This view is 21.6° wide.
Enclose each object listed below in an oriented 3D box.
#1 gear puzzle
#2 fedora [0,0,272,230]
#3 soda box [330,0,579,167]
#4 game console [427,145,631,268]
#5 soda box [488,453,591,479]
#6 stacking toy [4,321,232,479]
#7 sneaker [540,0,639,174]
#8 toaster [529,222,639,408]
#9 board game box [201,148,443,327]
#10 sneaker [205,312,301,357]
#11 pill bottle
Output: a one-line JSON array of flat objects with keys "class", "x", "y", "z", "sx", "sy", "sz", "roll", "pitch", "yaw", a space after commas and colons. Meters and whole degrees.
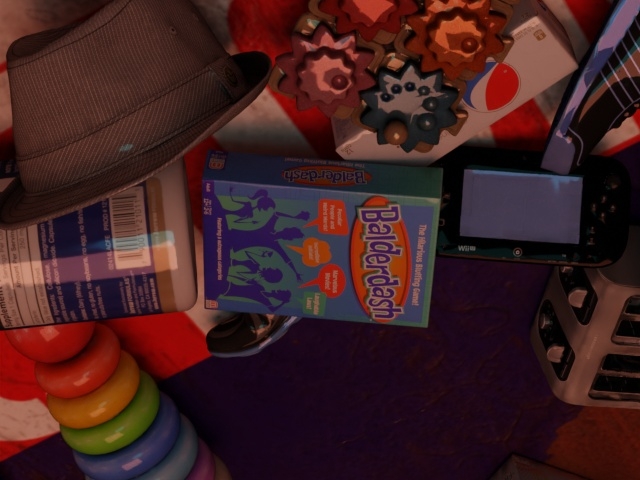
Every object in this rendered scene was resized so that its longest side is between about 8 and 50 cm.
[{"class": "gear puzzle", "x": 0.100, "y": -0.218, "z": 1.354, "sx": 0.175, "sy": 0.044, "sz": 0.339, "roll": 22, "pitch": 120, "yaw": -14}, {"class": "fedora", "x": -0.171, "y": -0.127, "z": 1.352, "sx": 0.244, "sy": 0.275, "sz": 0.124, "roll": -16, "pitch": 107, "yaw": 33}, {"class": "soda box", "x": 0.115, "y": -0.135, "z": 1.482, "sx": 0.216, "sy": 0.069, "sz": 0.074, "roll": -33, "pitch": 126, "yaw": 20}, {"class": "game console", "x": 0.263, "y": -0.011, "z": 1.543, "sx": 0.361, "sy": 0.213, "sz": 0.044, "roll": 4, "pitch": 169, "yaw": 4}, {"class": "soda box", "x": 0.277, "y": 0.301, "z": 1.873, "sx": 0.183, "sy": 0.063, "sz": 0.058, "roll": 21, "pitch": 125, "yaw": -23}, {"class": "stacking toy", "x": -0.209, "y": 0.163, "z": 1.657, "sx": 0.141, "sy": 0.141, "sz": 0.330, "roll": -20, "pitch": 126, "yaw": 9}, {"class": "sneaker", "x": 0.273, "y": -0.147, "z": 1.456, "sx": 0.090, "sy": 0.081, "sz": 0.232, "roll": 26, "pitch": 114, "yaw": 0}, {"class": "toaster", "x": 0.316, "y": 0.074, "z": 1.657, "sx": 0.186, "sy": 0.110, "sz": 0.168, "roll": 5, "pitch": 130, "yaw": -12}, {"class": "board game box", "x": 0.000, "y": 0.000, "z": 1.514, "sx": 0.210, "sy": 0.047, "sz": 0.160, "roll": 4, "pitch": 131, "yaw": 3}, {"class": "sneaker", "x": -0.044, "y": 0.046, "z": 1.627, "sx": 0.078, "sy": 0.067, "sz": 0.188, "roll": 44, "pitch": 116, "yaw": -11}, {"class": "pill bottle", "x": -0.247, "y": 0.000, "z": 1.494, "sx": 0.265, "sy": 0.153, "sz": 0.153, "roll": -5, "pitch": 130, "yaw": -2}]
